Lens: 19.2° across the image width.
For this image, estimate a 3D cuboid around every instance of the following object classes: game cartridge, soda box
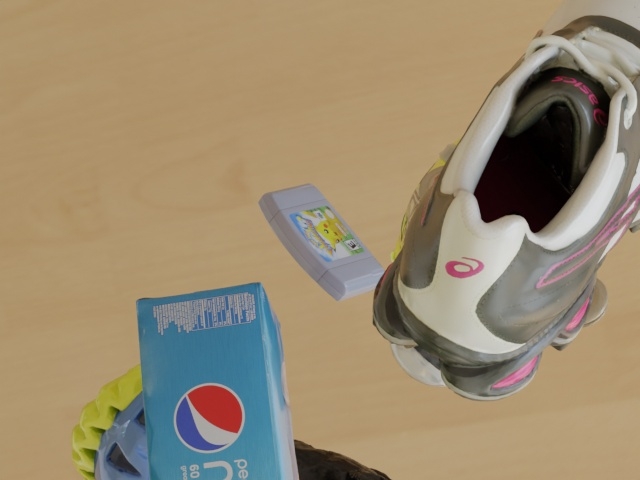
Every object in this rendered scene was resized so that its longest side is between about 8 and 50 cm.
[{"bbox_3d":[0.000,0.000,1.175,0.083,0.056,0.017,50,125,16],"label":"game cartridge"},{"bbox_3d":[-0.046,0.132,0.941,0.067,0.071,0.210,-8,69,5],"label":"soda box"}]

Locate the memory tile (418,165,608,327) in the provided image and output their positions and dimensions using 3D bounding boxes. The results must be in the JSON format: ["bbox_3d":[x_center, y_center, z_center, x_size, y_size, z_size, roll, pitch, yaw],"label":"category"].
[{"bbox_3d":[0.124,0.001,1.227,0.113,0.012,0.148,-12,54,10],"label":"memory tile"}]

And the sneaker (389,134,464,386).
[{"bbox_3d":[0.130,0.019,1.622,0.145,0.384,0.147,43,124,-7],"label":"sneaker"}]

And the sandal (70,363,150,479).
[{"bbox_3d":[-0.080,0.174,1.152,0.138,0.126,0.317,45,145,24],"label":"sandal"}]

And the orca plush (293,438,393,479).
[{"bbox_3d":[0.042,0.275,1.817,0.287,0.151,0.102,51,149,31],"label":"orca plush"}]

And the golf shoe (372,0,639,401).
[{"bbox_3d":[0.125,-0.052,0.851,0.105,0.120,0.273,28,58,11],"label":"golf shoe"}]
